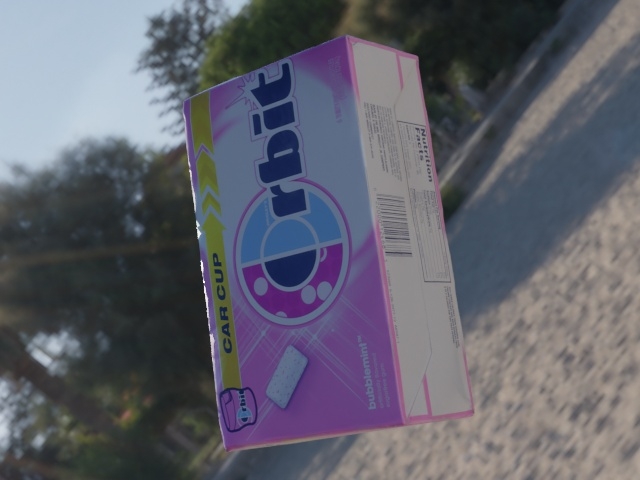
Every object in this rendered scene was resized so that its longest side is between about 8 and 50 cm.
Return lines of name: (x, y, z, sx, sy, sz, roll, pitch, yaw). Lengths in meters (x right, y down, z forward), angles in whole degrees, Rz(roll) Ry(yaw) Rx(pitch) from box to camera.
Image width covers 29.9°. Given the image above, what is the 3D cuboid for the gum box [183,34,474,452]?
gum box: (0.000, 0.000, 0.580, 0.107, 0.188, 0.062, -15, -11, 36)
